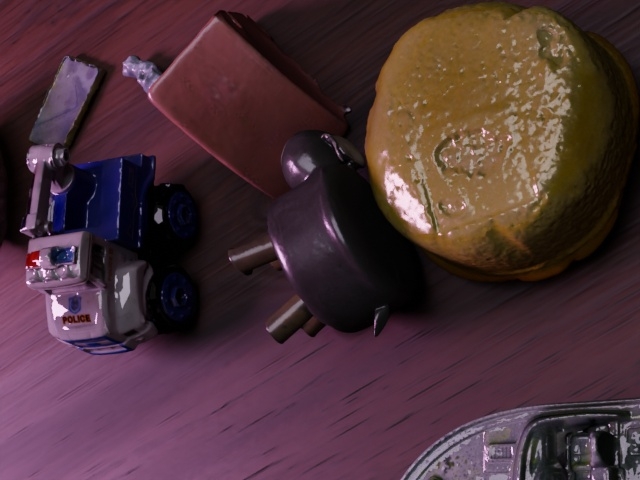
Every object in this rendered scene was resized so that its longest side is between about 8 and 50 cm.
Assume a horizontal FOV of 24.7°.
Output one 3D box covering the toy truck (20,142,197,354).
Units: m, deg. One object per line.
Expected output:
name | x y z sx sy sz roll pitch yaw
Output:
toy truck | -0.238 0.009 1.553 0.161 0.177 0.213 -8 71 26

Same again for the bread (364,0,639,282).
bread | 0.166 -0.097 1.377 0.270 0.148 0.270 -10 72 31

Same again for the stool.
stool | 0.006 0.004 1.445 0.139 0.153 0.228 -33 33 21

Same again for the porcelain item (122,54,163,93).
porcelain item | -0.191 -0.184 1.672 0.083 0.028 0.036 31 89 31

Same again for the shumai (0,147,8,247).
shumai | -0.465 -0.042 1.730 0.185 0.184 0.218 -40 66 54

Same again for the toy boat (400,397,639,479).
toy boat | 0.214 0.213 1.286 0.319 0.092 0.141 -8 70 28

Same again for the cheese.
cheese | -0.094 -0.167 1.523 0.128 0.177 0.203 -45 60 10

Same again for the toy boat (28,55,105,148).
toy boat | -0.301 -0.160 1.733 0.063 0.016 0.115 24 88 32
